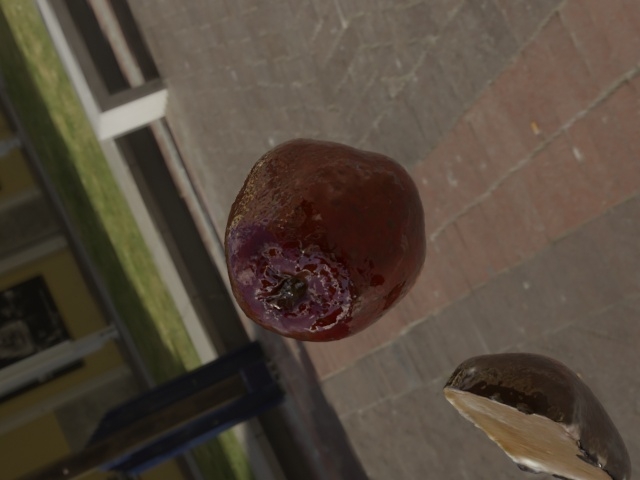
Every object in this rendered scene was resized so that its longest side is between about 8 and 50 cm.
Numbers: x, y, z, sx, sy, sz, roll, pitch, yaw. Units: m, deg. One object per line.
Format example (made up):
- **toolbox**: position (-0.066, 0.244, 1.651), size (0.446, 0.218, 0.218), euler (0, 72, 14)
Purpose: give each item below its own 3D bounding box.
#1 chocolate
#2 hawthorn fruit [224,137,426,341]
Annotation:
- **chocolate**: position (0.234, 0.178, 1.101), size (0.161, 0.083, 0.261), euler (15, 160, 36)
- **hawthorn fruit**: position (0.000, 0.000, 0.923), size (0.189, 0.189, 0.189), euler (56, 161, 31)
